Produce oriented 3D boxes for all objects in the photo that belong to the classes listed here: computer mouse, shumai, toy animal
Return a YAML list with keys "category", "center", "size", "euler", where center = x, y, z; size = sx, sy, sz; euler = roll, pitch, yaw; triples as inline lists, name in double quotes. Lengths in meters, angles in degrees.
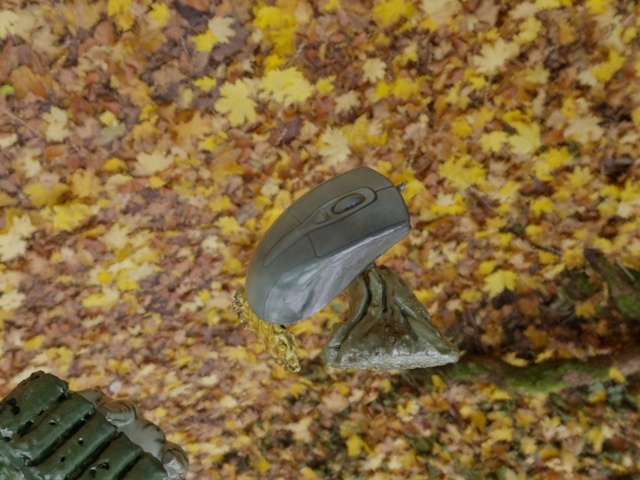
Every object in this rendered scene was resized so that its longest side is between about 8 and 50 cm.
- category: "computer mouse"
  center: [0.000, 0.000, 1.263]
  size: [0.371, 0.188, 0.122]
  euler: [-39, 146, 4]
- category: "shumai"
  center: [0.164, 0.170, 1.639]
  size: [0.304, 0.263, 0.309]
  euler: [-14, 161, 32]
- category: "toy animal"
  center: [-0.274, 0.264, 0.951]
  size: [0.090, 0.255, 0.170]
  euler: [-47, 155, -9]

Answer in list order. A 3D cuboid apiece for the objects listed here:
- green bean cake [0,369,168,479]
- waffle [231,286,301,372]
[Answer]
- category: "green bean cake"
  center: [-0.295, 0.272, 0.767]
  size: [0.208, 0.193, 0.107]
  euler: [-52, 180, 37]
- category: "waffle"
  center: [-0.149, 0.238, 1.851]
  size: [0.060, 0.262, 0.280]
  euler: [-39, 115, -22]
